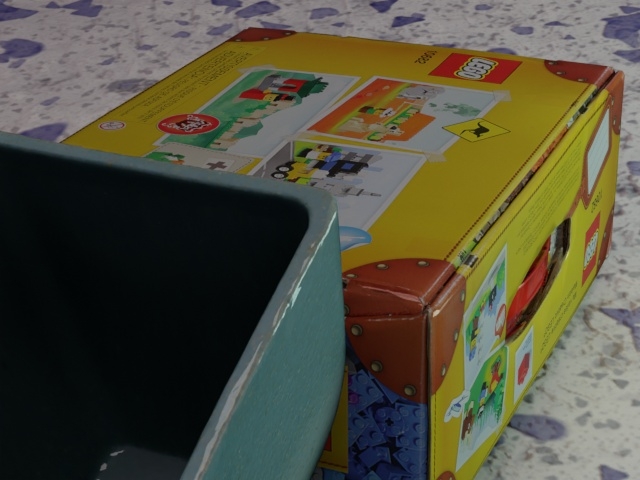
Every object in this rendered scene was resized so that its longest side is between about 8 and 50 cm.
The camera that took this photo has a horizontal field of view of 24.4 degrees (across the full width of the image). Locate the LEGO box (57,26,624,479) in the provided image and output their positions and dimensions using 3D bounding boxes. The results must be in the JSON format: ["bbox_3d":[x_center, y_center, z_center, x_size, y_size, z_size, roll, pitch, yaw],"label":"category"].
[{"bbox_3d":[0.000,0.000,1.187,0.372,0.193,0.500,10,27,22],"label":"LEGO box"}]

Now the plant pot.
[{"bbox_3d":[-0.123,0.122,0.863,0.248,0.252,0.247,11,53,21],"label":"plant pot"}]
